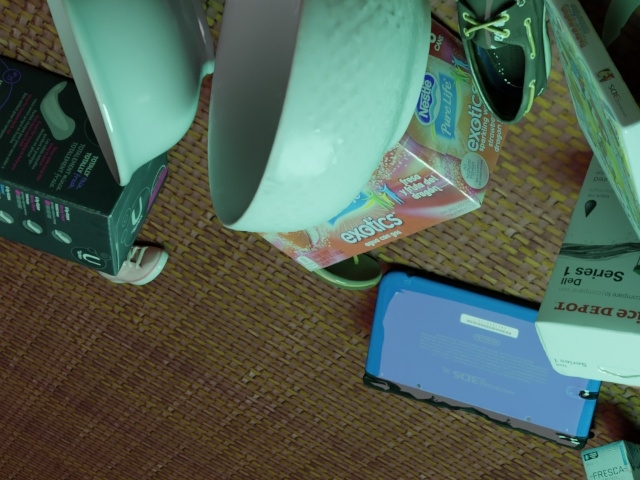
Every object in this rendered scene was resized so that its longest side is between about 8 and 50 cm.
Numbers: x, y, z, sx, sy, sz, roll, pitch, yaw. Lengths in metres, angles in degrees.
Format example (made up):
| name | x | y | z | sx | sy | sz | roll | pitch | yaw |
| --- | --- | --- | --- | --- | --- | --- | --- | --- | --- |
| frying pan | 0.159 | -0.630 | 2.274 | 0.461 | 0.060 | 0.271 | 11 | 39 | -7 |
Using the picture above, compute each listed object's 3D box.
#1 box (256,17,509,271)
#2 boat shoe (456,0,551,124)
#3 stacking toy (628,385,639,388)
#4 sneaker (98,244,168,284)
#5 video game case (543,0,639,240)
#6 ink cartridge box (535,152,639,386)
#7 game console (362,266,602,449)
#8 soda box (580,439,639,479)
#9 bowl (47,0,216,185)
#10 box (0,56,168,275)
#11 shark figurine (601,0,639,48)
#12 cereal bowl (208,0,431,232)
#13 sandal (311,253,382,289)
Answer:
| name | x | y | z | sx | sy | sz | roll | pitch | yaw |
| --- | --- | --- | --- | --- | --- | --- | --- | --- | --- |
| box | 0.046 | -0.095 | 1.706 | 0.142 | 0.154 | 0.300 | 36 | 149 | -22 |
| boat shoe | 0.168 | -0.201 | 1.531 | 0.081 | 0.069 | 0.228 | 8 | 147 | 25 |
| stacking toy | 0.449 | 0.168 | 1.723 | 0.309 | 0.130 | 0.279 | -5 | 113 | 55 |
| sneaker | -0.268 | 0.024 | 2.217 | 0.070 | 0.051 | 0.134 | 37 | 152 | -32 |
| video game case | 0.263 | -0.106 | 1.498 | 0.026 | 0.206 | 0.227 | -23 | 141 | 4 |
| ink cartridge box | 0.324 | 0.029 | 1.637 | 0.160 | 0.219 | 0.092 | 6 | 146 | 28 |
| game console | 0.219 | 0.148 | 2.100 | 0.293 | 0.173 | 0.250 | 15 | 118 | 13 |
| soda box | 0.389 | 0.295 | 2.092 | 0.058 | 0.063 | 0.183 | -19 | 162 | 20 |
| bowl | -0.188 | -0.213 | 1.634 | 0.134 | 0.298 | 0.298 | -20 | 148 | -9 |
| box | -0.336 | -0.095 | 1.960 | 0.270 | 0.165 | 0.143 | 19 | 150 | 9 |
| shark figurine | 0.256 | -0.252 | 1.327 | 0.166 | 0.116 | 0.278 | 60 | 173 | 1 |
| cereal bowl | 0.005 | -0.167 | 1.463 | 0.141 | 0.339 | 0.339 | 9 | 154 | -16 |
| sandal | 0.000 | 0.000 | 1.989 | 0.180 | 0.072 | 0.049 | 34 | 128 | -8 |
